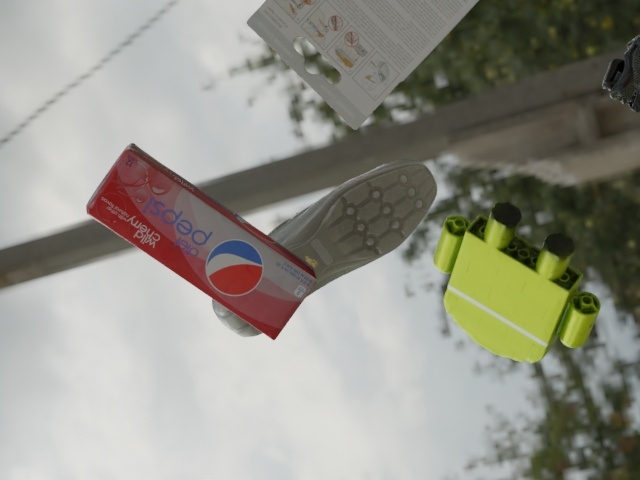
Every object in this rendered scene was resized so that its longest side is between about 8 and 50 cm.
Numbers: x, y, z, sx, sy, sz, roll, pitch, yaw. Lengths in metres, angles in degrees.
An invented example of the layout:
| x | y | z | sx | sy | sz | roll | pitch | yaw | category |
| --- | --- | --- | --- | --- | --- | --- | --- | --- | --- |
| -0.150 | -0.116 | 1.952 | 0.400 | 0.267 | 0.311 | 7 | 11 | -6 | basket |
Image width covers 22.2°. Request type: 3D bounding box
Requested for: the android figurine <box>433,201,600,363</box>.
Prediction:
| x | y | z | sx | sy | sz | roll | pitch | yaw | category |
| --- | --- | --- | --- | --- | --- | --- | --- | --- | --- |
| 0.265 | 0.068 | 2.264 | 0.056 | 0.248 | 0.273 | -48 | -21 | -35 | android figurine |

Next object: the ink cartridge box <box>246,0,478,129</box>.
| x | y | z | sx | sy | sz | roll | pitch | yaw | category |
| --- | --- | --- | --- | --- | --- | --- | --- | --- | --- |
| 0.051 | -0.277 | 1.897 | 0.189 | 0.232 | 0.066 | 43 | -179 | -16 | ink cartridge box |

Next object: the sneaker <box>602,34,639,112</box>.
| x | y | z | sx | sy | sz | roll | pitch | yaw | category |
| --- | --- | --- | --- | --- | --- | --- | --- | --- | --- |
| 0.472 | -0.191 | 2.287 | 0.087 | 0.130 | 0.227 | -64 | -38 | -50 | sneaker |

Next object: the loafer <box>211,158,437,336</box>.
| x | y | z | sx | sy | sz | roll | pitch | yaw | category |
| --- | --- | --- | --- | --- | --- | --- | --- | --- | --- |
| 0.000 | 0.000 | 2.039 | 0.112 | 0.319 | 0.111 | 59 | 173 | -18 | loafer |

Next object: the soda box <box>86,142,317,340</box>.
| x | y | z | sx | sy | sz | roll | pitch | yaw | category |
| --- | --- | --- | --- | --- | --- | --- | --- | --- | --- |
| -0.135 | 0.000 | 1.860 | 0.263 | 0.092 | 0.083 | 34 | -175 | -8 | soda box |
